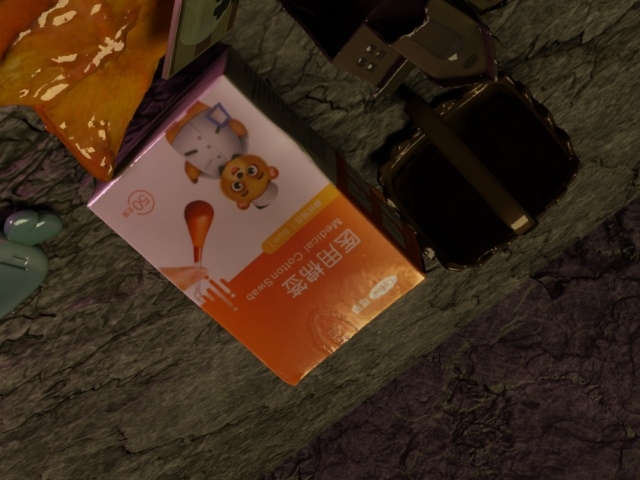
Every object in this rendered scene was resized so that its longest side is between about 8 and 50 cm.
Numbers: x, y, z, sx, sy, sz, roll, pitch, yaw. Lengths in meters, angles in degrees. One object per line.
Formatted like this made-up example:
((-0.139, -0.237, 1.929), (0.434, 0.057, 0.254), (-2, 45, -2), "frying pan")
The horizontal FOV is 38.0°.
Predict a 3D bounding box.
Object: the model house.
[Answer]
((0.130, -0.245, 1.036), (0.243, 0.204, 0.211), (17, 123, -46), "model house")

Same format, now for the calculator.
((-0.437, 0.061, 1.130), (0.299, 0.041, 0.185), (-37, 158, 9), "calculator")

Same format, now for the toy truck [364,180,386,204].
((0.000, 0.000, 1.355), (0.189, 0.265, 0.239), (-12, 165, 30), "toy truck")

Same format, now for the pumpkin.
((-0.201, -0.198, 0.868), (0.290, 0.095, 0.258), (-46, 159, 11), "pumpkin")

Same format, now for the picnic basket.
((0.242, -0.107, 1.455), (0.291, 0.254, 0.321), (-41, 170, 11), "picnic basket")

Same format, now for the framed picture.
((-0.096, -0.261, 0.869), (0.136, 0.010, 0.201), (-54, 167, -49), "framed picture")

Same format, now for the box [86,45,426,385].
((-0.066, -0.021, 1.092), (0.225, 0.341, 0.143), (-40, -159, 15), "box")
